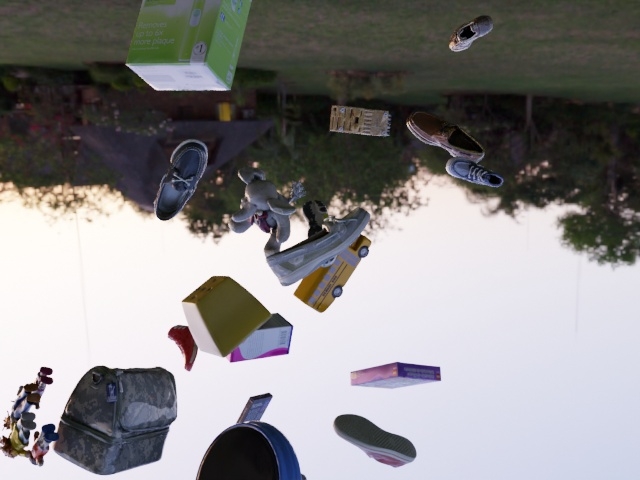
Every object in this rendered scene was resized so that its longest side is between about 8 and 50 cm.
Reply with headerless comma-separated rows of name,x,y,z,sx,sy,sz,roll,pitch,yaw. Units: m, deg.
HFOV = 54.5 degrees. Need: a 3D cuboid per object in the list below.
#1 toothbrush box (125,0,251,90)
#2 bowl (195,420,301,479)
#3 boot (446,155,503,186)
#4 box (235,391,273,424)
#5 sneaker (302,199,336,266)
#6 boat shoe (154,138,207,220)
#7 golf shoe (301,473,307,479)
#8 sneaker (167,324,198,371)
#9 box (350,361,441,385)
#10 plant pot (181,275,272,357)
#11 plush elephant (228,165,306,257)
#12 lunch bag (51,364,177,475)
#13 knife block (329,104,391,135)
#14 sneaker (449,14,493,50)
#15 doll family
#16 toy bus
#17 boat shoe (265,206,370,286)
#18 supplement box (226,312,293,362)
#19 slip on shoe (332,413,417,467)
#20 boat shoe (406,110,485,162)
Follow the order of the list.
toothbrush box,-0.284,-0.488,1.382,0.206,0.283,0.122,7,166,21
bowl,-0.226,0.726,1.812,0.391,0.391,0.077,8,165,44
boot,0.495,-0.219,1.982,0.190,0.069,0.086,9,-167,-31
box,-0.249,0.633,2.273,0.029,0.162,0.116,38,-164,29
sneaker,0.007,-0.016,2.100,0.107,0.110,0.275,-10,-132,-1
boat shoe,-0.434,-0.180,1.931,0.114,0.302,0.091,18,-140,-17
golf shoe,-0.120,0.702,1.946,0.069,0.176,0.086,-34,-174,-27
sneaker,-0.546,0.416,2.432,0.128,0.087,0.221,17,-152,-14
box,0.273,0.502,2.293,0.200,0.057,0.293,12,157,-29
plant pot,-0.324,0.229,2.010,0.212,0.187,0.212,-41,-161,-27
plush elephant,-0.219,-0.124,2.320,0.272,0.330,0.255,44,-173,28
lunch bag,-0.537,0.464,1.681,0.212,0.256,0.305,14,175,23
knife block,0.133,-0.425,2.220,0.275,0.088,0.242,2,-170,-19
sneaker,0.409,-0.590,1.775,0.071,0.066,0.188,-21,-179,-22
doll family,-0.751,0.450,1.566,0.118,0.163,0.263,13,-141,-37
toy bus,0.047,0.104,2.321,0.130,0.333,0.108,35,176,-33
boat shoe,-0.002,0.000,1.734,0.320,0.103,0.118,-36,-168,-4
supplement box,-0.216,0.318,2.048,0.220,0.111,0.114,-2,-160,-35
slip on shoe,0.171,0.680,2.080,0.331,0.101,0.123,29,-151,-23
boat shoe,0.458,-0.388,2.241,0.307,0.111,0.104,29,170,3
